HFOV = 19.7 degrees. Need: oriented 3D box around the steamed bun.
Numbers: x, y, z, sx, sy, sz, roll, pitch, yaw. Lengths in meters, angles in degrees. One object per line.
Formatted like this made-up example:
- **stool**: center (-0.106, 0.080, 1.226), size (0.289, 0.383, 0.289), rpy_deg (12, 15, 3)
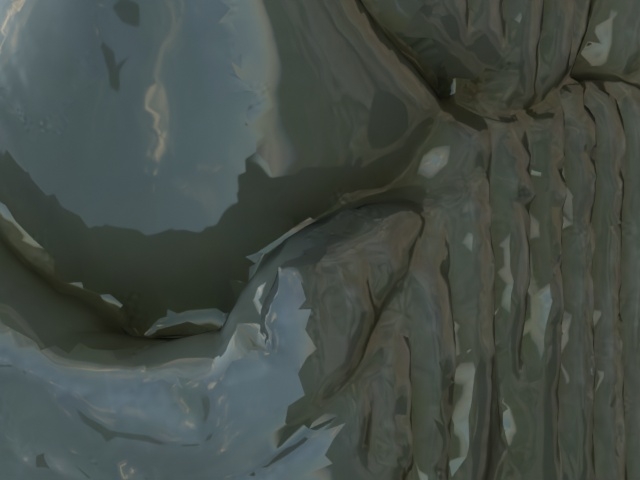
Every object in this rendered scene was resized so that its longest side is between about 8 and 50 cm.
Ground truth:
- **steamed bun**: center (0.000, 0.000, 0.615), size (0.255, 0.368, 0.342), rpy_deg (-16, 63, 39)
